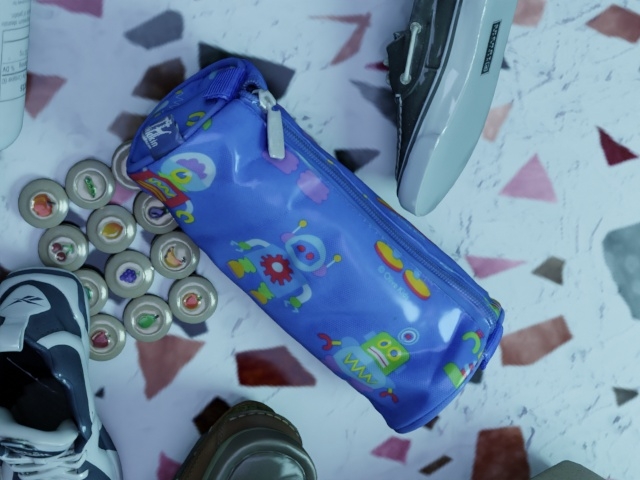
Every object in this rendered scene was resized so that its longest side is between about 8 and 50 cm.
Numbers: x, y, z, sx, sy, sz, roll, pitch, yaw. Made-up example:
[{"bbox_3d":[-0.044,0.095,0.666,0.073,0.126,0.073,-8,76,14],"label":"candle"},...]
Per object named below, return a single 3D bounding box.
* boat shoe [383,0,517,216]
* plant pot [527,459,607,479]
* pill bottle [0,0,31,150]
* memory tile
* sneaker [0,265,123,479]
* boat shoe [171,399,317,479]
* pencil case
[{"bbox_3d":[0.085,-0.127,1.368,0.070,0.078,0.219,24,107,24],"label":"boat shoe"},{"bbox_3d":[0.142,0.305,1.410,0.256,0.256,0.274,44,81,-15],"label":"plant pot"},{"bbox_3d":[-0.264,-0.117,1.296,0.131,0.131,0.229,4,104,-7],"label":"pill bottle"},{"bbox_3d":[-0.147,0.008,1.403,0.113,0.012,0.148,-22,105,-1],"label":"memory tile"},{"bbox_3d":[-0.198,0.148,1.353,0.094,0.153,0.235,2,107,4],"label":"sneaker"},{"bbox_3d":[-0.099,0.264,1.431,0.110,0.104,0.307,29,98,-22],"label":"boat shoe"},{"bbox_3d":[0.000,0.000,1.357,0.306,0.119,0.133,44,138,-15],"label":"pencil case"}]
